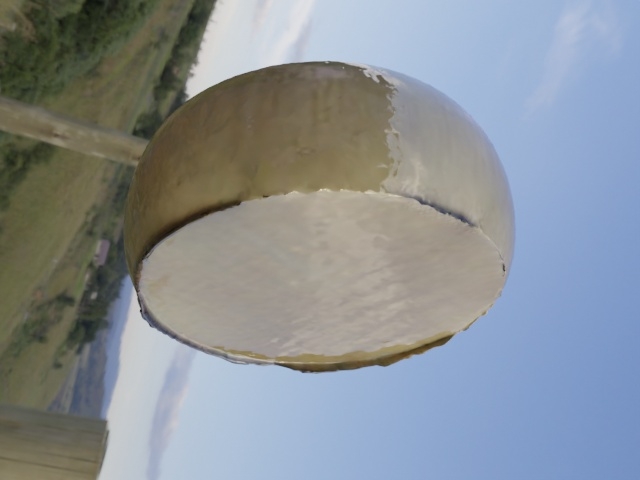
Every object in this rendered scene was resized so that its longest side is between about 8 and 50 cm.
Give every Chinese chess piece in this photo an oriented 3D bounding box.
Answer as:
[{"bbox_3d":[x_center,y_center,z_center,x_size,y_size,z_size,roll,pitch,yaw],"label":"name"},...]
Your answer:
[{"bbox_3d":[0.000,0.000,0.431,0.250,0.250,0.103,129,-34,-51],"label":"Chinese chess piece"}]
